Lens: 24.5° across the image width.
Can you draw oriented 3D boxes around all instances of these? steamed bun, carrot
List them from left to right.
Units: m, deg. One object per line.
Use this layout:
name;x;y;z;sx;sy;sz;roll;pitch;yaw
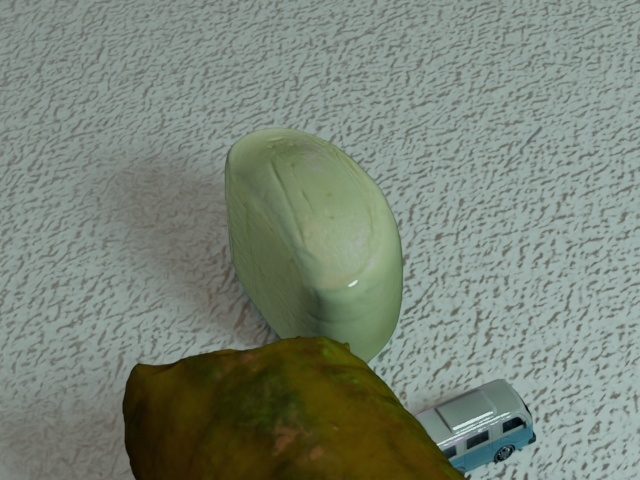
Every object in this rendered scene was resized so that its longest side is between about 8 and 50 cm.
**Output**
carrot;-0.003;0.238;1.308;0.241;0.241;0.341;-28;53;-21
steamed bun;0.000;0.000;1.563;0.155;0.200;0.250;-25;52;-19

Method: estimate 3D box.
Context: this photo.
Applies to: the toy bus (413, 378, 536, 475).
toy bus;0.150;0.185;1.458;0.123;0.075;0.060;-22;48;-15
